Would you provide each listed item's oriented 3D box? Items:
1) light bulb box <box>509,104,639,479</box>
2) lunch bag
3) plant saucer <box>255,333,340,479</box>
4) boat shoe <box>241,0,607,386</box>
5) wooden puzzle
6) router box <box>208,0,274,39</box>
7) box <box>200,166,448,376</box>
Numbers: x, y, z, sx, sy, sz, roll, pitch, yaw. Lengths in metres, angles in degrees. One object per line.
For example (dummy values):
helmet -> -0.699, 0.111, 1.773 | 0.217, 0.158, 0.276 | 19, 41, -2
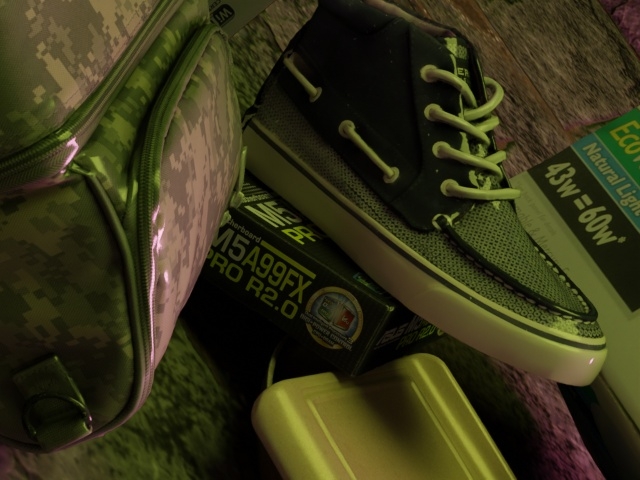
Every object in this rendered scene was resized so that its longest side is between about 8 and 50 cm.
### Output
light bulb box -> 0.335, 0.127, 1.410 | 0.361, 0.225, 0.358 | 60, 0, -43
lunch bag -> -0.160, -0.051, 1.003 | 0.305, 0.213, 0.256 | -74, 141, -62
plant saucer -> 0.053, 0.202, 1.242 | 0.310, 0.050, 0.310 | 44, 24, -25
boat shoe -> 0.086, -0.051, 1.216 | 0.340, 0.158, 0.127 | 37, 19, 30
wooden puzzle -> 0.065, 0.185, 1.184 | 0.221, 0.044, 0.239 | 59, 27, 14
router box -> -0.067, -0.224, 1.247 | 0.082, 0.335, 0.301 | 46, 23, -16
box -> 0.000, 0.000, 1.313 | 0.216, 0.060, 0.270 | 34, 17, 17
